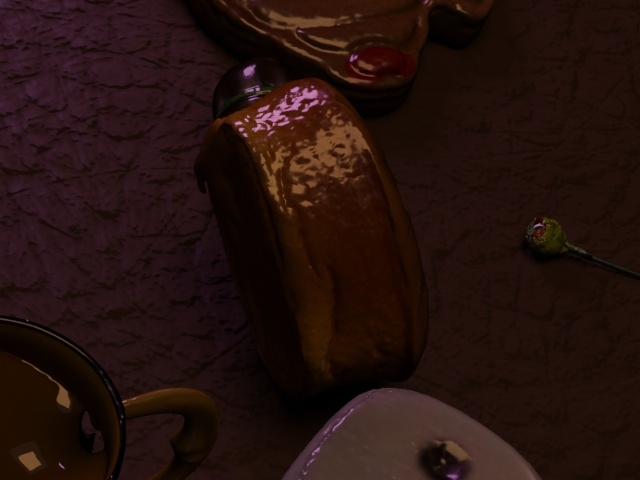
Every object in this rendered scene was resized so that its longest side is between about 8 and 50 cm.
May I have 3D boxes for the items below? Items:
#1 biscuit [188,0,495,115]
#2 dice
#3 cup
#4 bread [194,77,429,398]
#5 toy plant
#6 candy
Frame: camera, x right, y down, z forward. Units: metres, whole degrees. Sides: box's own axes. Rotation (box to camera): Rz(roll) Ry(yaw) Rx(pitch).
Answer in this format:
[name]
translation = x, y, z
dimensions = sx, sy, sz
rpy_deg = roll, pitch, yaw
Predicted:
[biscuit]
translation = 0.001, -0.282, 2.008
dimensions = 0.359, 0.074, 0.381
rpy_deg = -10, 51, -22
[dice]
translation = 0.053, 0.242, 1.480
dimensions = 0.194, 0.193, 0.192
rpy_deg = 33, 50, 14
[cup]
translation = -0.201, 0.202, 1.388
dimensions = 0.255, 0.256, 0.178
rpy_deg = 7, 49, -11
[bread]
translation = 0.000, 0.000, 1.643
dimensions = 0.143, 0.195, 0.269
rpy_deg = -18, 101, -19
[toy plant]
translation = -0.050, -0.083, 1.795
dimensions = 0.093, 0.092, 0.162
rpy_deg = 2, 52, -16
[candy]
translation = 0.248, 0.013, 1.854
dimensions = 0.123, 0.035, 0.035
rpy_deg = 24, 90, -9
